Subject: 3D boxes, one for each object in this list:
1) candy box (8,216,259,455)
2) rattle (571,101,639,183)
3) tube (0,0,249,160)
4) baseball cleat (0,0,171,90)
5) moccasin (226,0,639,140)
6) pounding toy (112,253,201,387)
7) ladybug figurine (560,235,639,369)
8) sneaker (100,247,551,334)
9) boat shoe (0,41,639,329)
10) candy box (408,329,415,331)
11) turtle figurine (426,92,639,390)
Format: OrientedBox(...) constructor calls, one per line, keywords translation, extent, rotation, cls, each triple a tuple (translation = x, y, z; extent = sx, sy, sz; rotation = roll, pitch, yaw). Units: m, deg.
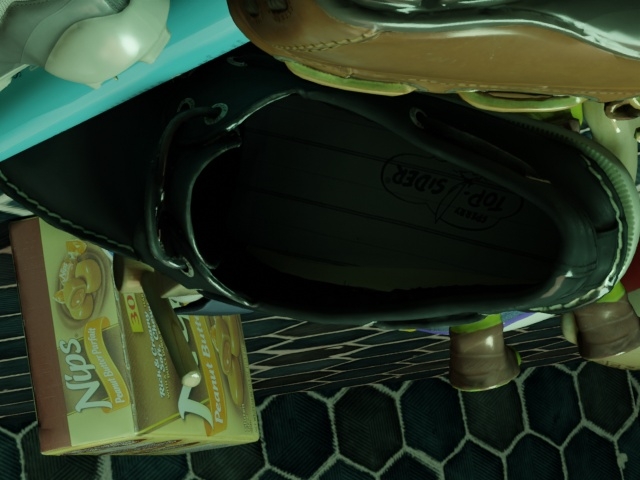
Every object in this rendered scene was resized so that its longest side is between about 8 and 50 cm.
OrientedBox(translation=(-0.148, 0.084, 1.426), extent=(0.087, 0.183, 0.316), rotation=(-13, 170, 13), cls="candy box")
OrientedBox(translation=(0.146, -0.070, 1.096), extent=(0.142, 0.130, 0.199), rotation=(-23, -168, 35), cls="rattle")
OrientedBox(translation=(-0.121, -0.078, 0.788), extent=(0.207, 0.080, 0.052), rotation=(-25, 124, 15), cls="tube")
OrientedBox(translation=(-0.141, -0.110, 0.700), extent=(0.109, 0.072, 0.206), rotation=(43, 156, -31), cls="baseball cleat")
OrientedBox(translation=(0.149, -0.110, 0.737), extent=(0.380, 0.139, 0.147), rotation=(-8, 173, -16), cls="moccasin")
OrientedBox(translation=(-0.049, -0.010, 0.984), extent=(0.094, 0.181, 0.206), rotation=(-6, 170, -25), cls="pounding toy")
OrientedBox(translation=(0.468, 0.027, 1.760), extent=(0.449, 0.162, 0.305), rotation=(-11, 171, 3), cls="ladybug figurine")
OrientedBox(translation=(0.000, -0.001, 1.128), extent=(0.322, 0.130, 0.236), rotation=(4, -177, 41), cls="sneaker")
OrientedBox(translation=(-0.025, -0.024, 0.800), extent=(0.340, 0.127, 0.113), rotation=(16, -164, 13), cls="boat shoe")
OrientedBox(translation=(0.154, 0.011, 1.531), extent=(0.206, 0.105, 0.027), rotation=(-16, 169, 29), cls="candy box")
OrientedBox(translation=(0.108, -0.044, 0.876), extent=(0.269, 0.217, 0.087), rotation=(-17, -172, -13), cls="turtle figurine")
